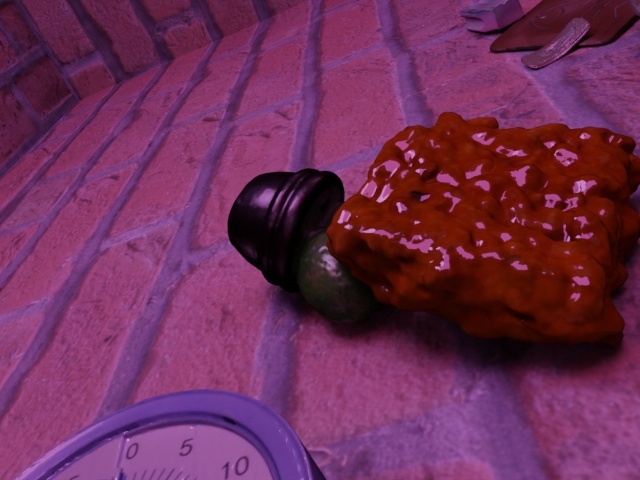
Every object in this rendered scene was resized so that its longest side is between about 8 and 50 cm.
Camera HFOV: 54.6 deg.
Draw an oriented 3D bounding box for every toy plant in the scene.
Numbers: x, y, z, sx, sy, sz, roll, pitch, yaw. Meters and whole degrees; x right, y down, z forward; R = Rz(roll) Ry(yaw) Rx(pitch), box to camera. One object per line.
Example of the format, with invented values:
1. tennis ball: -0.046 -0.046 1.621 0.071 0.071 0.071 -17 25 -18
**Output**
1. toy plant: 0.000 0.000 0.827 0.235 0.175 0.218 19 41 19

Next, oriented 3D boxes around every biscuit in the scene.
1. biscuit: 0.190 -0.030 0.700 0.318 0.110 0.312 14 46 24

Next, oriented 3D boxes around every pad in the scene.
1. pad: 0.534 -0.470 1.290 0.286 0.018 0.284 -41 33 -24

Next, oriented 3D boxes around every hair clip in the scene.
1. hair clip: 0.449 -0.373 1.182 0.137 0.022 0.054 -38 39 4

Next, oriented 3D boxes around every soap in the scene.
1. soap: 0.400 -0.527 1.434 0.100 0.056 0.149 -30 24 1

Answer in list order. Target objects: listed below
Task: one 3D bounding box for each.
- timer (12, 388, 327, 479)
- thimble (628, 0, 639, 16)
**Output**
1. timer: -0.155 0.274 0.491 0.395 0.173 0.395 -20 30 12
2. thimble: 0.609 -0.460 0.962 0.195 0.291 0.291 -28 29 6
